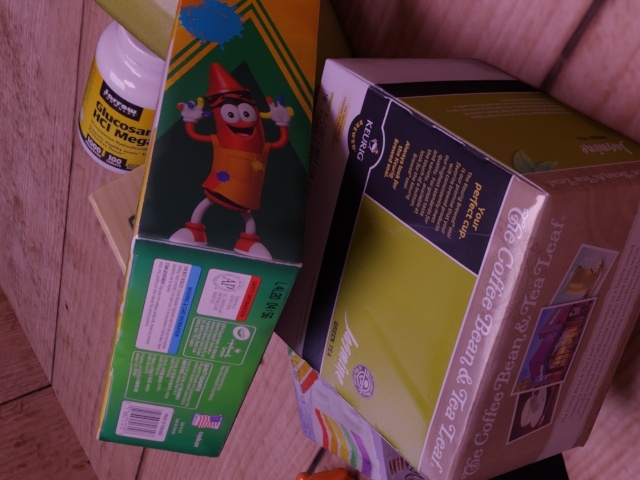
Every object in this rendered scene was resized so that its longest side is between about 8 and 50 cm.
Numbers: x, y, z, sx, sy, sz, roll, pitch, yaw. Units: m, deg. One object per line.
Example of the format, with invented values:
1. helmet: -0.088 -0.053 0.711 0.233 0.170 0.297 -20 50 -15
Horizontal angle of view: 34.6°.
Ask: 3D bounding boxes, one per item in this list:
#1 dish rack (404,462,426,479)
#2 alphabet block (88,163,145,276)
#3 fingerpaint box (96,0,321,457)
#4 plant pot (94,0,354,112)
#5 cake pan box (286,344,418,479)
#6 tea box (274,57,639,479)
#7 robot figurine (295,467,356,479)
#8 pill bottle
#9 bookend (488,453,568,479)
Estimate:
1. dish rack: 0.134 0.378 1.402 0.074 0.208 0.271 10 125 12
2. alphabet block: -0.237 -0.020 1.714 0.197 0.193 0.192 63 -176 13
3. fingerpaint box: -0.129 -0.016 1.170 0.444 0.163 0.371 114 163 -52
4. plant pot: -0.098 -0.293 1.339 0.293 0.275 0.275 49 149 3
5. cake pan box: 0.041 0.217 1.585 0.246 0.070 0.266 20 124 52
6. tea box: 0.142 0.018 1.059 0.323 0.220 0.329 41 127 42
7. robot figurine: 0.011 0.479 1.736 0.158 0.128 0.219 18 134 8
8. pill bottle: -0.294 -0.263 1.722 0.188 0.188 0.334 61 150 15
9. bookend: 0.203 0.255 1.236 0.072 0.157 0.156 -6 103 60
